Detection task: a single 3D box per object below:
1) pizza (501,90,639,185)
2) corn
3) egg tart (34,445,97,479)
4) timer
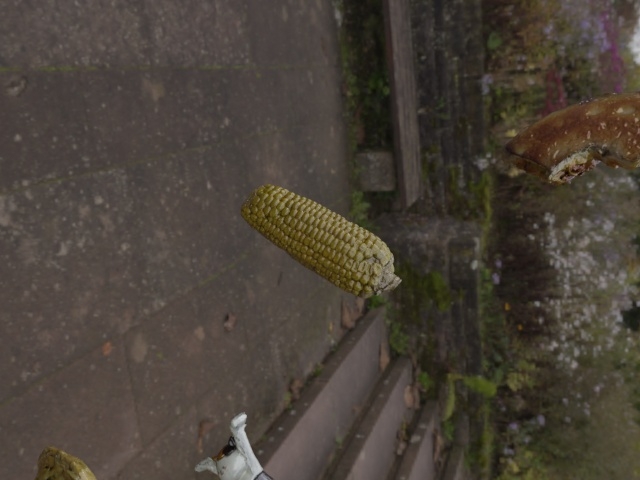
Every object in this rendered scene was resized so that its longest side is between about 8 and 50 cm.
[{"bbox_3d":[0.443,-0.159,1.082,0.085,0.305,0.161,45,46,-43],"label":"pizza"},{"bbox_3d":[0.000,0.000,1.184,0.119,0.321,0.119,-55,165,-22],"label":"corn"},{"bbox_3d":[-0.386,0.435,1.031,0.106,0.241,0.241,-31,121,-41],"label":"egg tart"},{"bbox_3d":[-0.065,0.389,0.965,0.175,0.266,0.175,-43,166,-13],"label":"timer"}]
